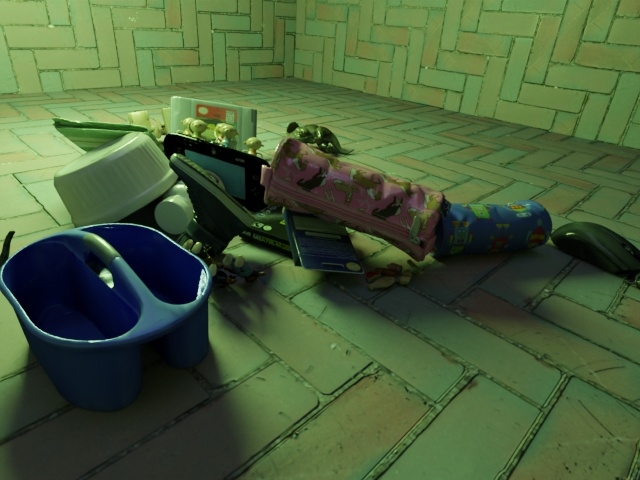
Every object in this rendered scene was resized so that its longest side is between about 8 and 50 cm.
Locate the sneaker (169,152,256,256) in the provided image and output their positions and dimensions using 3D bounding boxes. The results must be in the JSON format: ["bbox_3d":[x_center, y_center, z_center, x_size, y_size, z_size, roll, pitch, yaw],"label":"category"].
[{"bbox_3d":[-0.258,-0.053,0.850,0.163,0.226,0.086,-43,40,-1],"label":"sneaker"}]

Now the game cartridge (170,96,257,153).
[{"bbox_3d":[-0.361,-0.371,1.434,0.293,0.196,0.060,0,6,-26],"label":"game cartridge"}]

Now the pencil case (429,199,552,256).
[{"bbox_3d":[0.390,-0.035,0.995,0.305,0.120,0.133,-4,51,-15],"label":"pencil case"}]

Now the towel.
[{"bbox_3d":[-0.555,-0.261,1.190,0.247,0.038,0.325,4,-9,-2],"label":"towel"}]

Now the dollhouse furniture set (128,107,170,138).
[{"bbox_3d":[-0.554,-0.367,1.566,0.302,0.174,0.355,-17,8,-26],"label":"dollhouse furniture set"}]

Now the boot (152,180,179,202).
[{"bbox_3d":[-0.437,-0.123,1.126,0.157,0.059,0.085,2,36,5],"label":"boot"}]

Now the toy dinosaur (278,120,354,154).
[{"bbox_3d":[-0.020,-0.410,1.642,0.312,0.121,0.161,1,41,3],"label":"toy dinosaur"}]

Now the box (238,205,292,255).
[{"bbox_3d":[-0.070,-0.035,1.015,0.184,0.045,0.190,17,31,24],"label":"box"}]

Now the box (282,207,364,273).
[{"bbox_3d":[0.000,0.000,0.898,0.136,0.037,0.225,7,36,-20],"label":"box"}]

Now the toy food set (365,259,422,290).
[{"bbox_3d":[0.146,0.074,0.872,0.122,0.019,0.078,-12,31,-13],"label":"toy food set"}]

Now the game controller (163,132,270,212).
[{"bbox_3d":[-0.268,-0.178,1.097,0.318,0.167,0.067,18,51,12],"label":"game controller"}]

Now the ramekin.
[{"bbox_3d":[-0.487,-0.151,0.986,0.272,0.127,0.273,-19,30,11],"label":"ramekin"}]

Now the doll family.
[{"bbox_3d":[-0.201,0.051,0.795,0.192,0.111,0.076,21,69,17],"label":"doll family"}]

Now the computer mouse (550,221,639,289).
[{"bbox_3d":[0.694,0.015,0.995,0.188,0.072,0.272,-17,35,-33],"label":"computer mouse"}]

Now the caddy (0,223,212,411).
[{"bbox_3d":[-0.314,0.079,0.630,0.341,0.179,0.241,26,36,34],"label":"caddy"}]

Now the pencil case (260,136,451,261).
[{"bbox_3d":[0.067,-0.089,0.889,0.385,0.160,0.167,21,-11,0],"label":"pencil case"}]

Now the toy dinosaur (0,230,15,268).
[{"bbox_3d":[-0.545,0.097,0.615,0.118,0.064,0.268,10,66,39],"label":"toy dinosaur"}]

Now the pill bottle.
[{"bbox_3d":[-0.317,-0.093,1.017,0.111,0.112,0.187,9,28,8],"label":"pill bottle"}]

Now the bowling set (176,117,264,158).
[{"bbox_3d":[-0.320,-0.307,1.279,0.286,0.154,0.200,10,-4,-4],"label":"bowling set"}]
